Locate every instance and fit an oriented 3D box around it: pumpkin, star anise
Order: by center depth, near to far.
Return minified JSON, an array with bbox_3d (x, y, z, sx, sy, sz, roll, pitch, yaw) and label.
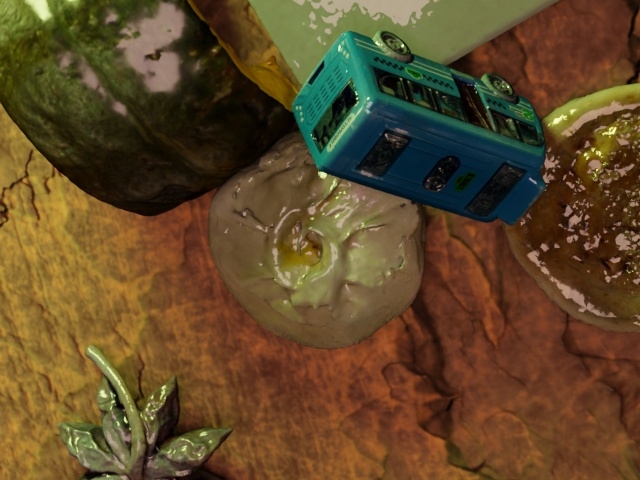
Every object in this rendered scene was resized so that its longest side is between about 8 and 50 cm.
[{"bbox_3d":[-0.180,-0.184,1.292,0.225,0.256,0.303,-39,78,16],"label":"pumpkin"},{"bbox_3d":[-0.207,0.241,1.466,0.230,0.081,0.262,-21,100,22],"label":"star anise"}]

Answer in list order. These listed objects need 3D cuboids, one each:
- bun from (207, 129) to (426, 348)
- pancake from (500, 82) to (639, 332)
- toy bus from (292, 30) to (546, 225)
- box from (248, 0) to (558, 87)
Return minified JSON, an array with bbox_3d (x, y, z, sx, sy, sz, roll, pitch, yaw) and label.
[{"bbox_3d":[0.000,0.000,1.355,0.239,0.141,0.239,1,99,9],"label":"bun"},{"bbox_3d":[0.327,-0.038,1.350,0.282,0.049,0.282,1,100,5],"label":"pancake"},{"bbox_3d":[0.105,-0.105,1.272,0.246,0.134,0.113,16,128,-31],"label":"toy bus"},{"bbox_3d":[0.070,-0.356,1.284,0.367,0.090,0.373,-29,104,12],"label":"box"}]
